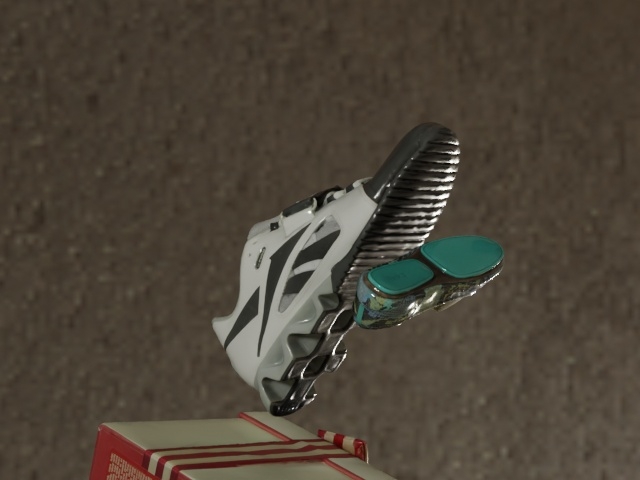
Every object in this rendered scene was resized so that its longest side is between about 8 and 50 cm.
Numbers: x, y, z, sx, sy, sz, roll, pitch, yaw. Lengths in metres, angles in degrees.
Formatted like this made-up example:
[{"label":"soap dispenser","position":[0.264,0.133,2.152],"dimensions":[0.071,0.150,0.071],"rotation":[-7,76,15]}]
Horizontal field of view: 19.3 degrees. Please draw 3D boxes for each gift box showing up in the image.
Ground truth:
[{"label":"gift box","position":[-0.062,0.323,1.816],"dimensions":[0.258,0.276,0.255],"rotation":[1,109,-42]}]

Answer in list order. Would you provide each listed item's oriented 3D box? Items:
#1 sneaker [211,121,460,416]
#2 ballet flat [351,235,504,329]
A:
[{"label":"sneaker","position":[0.000,0.000,1.813],"dimensions":[0.330,0.146,0.122],"rotation":[-54,152,17]},{"label":"ballet flat","position":[0.096,0.042,1.751],"dimensions":[0.188,0.070,0.070],"rotation":[-13,102,-43]}]
